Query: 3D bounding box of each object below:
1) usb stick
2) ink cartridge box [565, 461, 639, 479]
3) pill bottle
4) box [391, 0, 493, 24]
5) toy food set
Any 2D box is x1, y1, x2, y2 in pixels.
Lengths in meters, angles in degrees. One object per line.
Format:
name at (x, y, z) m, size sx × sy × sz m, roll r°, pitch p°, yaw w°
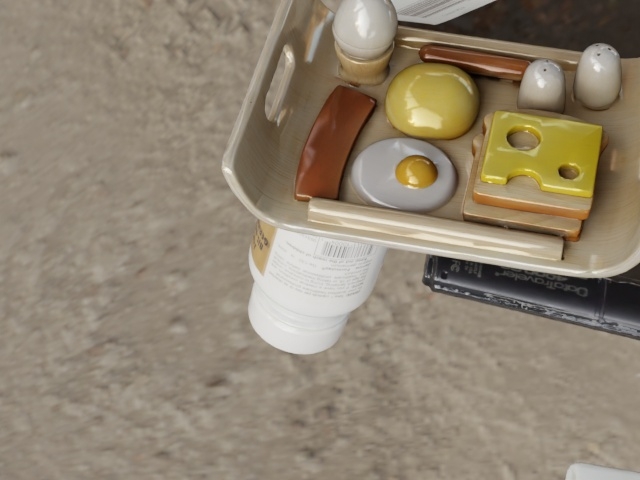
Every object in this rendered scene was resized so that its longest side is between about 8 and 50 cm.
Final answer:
usb stick at (0.253, 0.054, 1.716) m, size 0.278 × 0.045 × 0.077 m, roll 13°, pitch 52°, yaw 1°
ink cartridge box at (0.197, 0.200, 0.787) m, size 0.153 × 0.208 × 0.087 m, roll 7°, pitch 63°, yaw 15°
pill bottle at (0.000, 0.000, 1.494) m, size 0.131 × 0.229 × 0.131 m, roll 9°, pitch 45°, yaw -9°
box at (0.129, -0.307, 1.554) m, size 0.181 × 0.182 × 0.119 m, roll -7°, pitch 79°, yaw -56°
toy food set at (0.104, -0.100, 1.120) m, size 0.306 × 0.092 × 0.220 m, roll 9°, pitch 52°, yaw 10°
